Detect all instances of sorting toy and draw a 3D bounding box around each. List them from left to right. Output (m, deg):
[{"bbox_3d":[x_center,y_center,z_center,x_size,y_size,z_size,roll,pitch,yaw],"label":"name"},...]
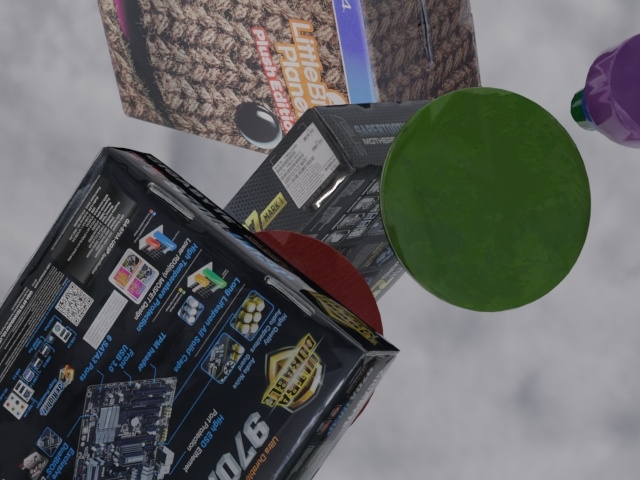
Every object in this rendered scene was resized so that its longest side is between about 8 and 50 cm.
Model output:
[{"bbox_3d":[0.057,-0.005,1.151,0.365,0.127,0.126,-34,-175,-18],"label":"sorting toy"}]

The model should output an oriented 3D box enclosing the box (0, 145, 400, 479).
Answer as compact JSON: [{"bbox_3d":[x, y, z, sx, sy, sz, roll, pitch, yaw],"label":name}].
[{"bbox_3d":[-0.093,0.091,0.976,0.220,0.175,0.051,-57,159,10],"label":"box"}]

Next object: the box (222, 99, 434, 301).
[{"bbox_3d":[0.000,0.000,1.345,0.183,0.059,0.233,-7,147,-49],"label":"box"}]

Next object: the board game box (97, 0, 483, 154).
[{"bbox_3d":[-0.033,-0.201,1.613,0.141,0.291,0.232,-42,134,-38],"label":"board game box"}]
